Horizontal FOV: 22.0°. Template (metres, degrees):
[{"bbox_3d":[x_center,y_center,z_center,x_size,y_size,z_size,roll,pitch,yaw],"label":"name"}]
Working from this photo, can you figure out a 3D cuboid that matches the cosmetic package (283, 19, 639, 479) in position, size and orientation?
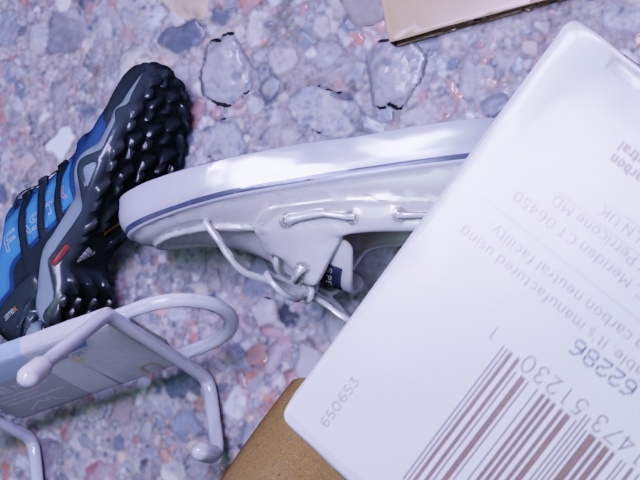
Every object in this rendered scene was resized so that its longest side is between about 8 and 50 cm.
[{"bbox_3d":[0.252,0.099,1.143,0.329,0.394,0.327,39,100,22],"label":"cosmetic package"}]

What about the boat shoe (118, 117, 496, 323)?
[{"bbox_3d":[0.004,0.000,1.420,0.367,0.136,0.156,-9,83,13],"label":"boat shoe"}]

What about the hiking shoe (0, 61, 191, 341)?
[{"bbox_3d":[-0.232,-0.036,1.527,0.132,0.113,0.304,26,90,31],"label":"hiking shoe"}]

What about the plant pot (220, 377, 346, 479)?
[{"bbox_3d":[-0.006,0.249,1.347,0.237,0.237,0.254,10,75,24],"label":"plant pot"}]

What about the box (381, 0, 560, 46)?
[{"bbox_3d":[0.120,-0.287,1.453,0.164,0.021,0.201,-13,80,22],"label":"box"}]

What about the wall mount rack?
[{"bbox_3d":[-0.247,0.138,1.405,0.350,0.304,0.130,-20,59,20],"label":"wall mount rack"}]
